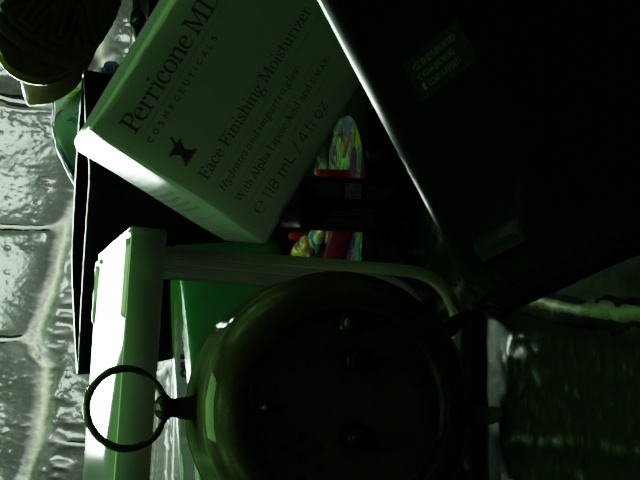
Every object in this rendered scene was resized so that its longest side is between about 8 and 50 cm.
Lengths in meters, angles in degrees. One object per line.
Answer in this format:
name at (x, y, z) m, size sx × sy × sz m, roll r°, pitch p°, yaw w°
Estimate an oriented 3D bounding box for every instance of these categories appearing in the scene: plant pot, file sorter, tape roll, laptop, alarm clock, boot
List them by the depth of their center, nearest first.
laptop at (0.119, -0.241, 0.484) m, size 0.408 × 0.236 × 0.382 m, roll 63°, pitch 156°, yaw 3°
alarm clock at (-0.014, 0.079, 0.850) m, size 0.064 × 0.192 × 0.129 m, roll 153°, pitch 118°, yaw -77°
file sorter at (-0.040, 0.103, 1.026) m, size 0.277 × 0.173 × 0.193 m, roll 163°, pitch 111°, yaw -79°
tape roll at (-0.060, 0.161, 1.321) m, size 0.321 × 0.077 × 0.321 m, roll 177°, pitch 90°, yaw -82°
plant pot at (-0.115, -0.013, 1.498) m, size 0.187 × 0.167 × 0.188 m, roll -105°, pitch 20°, yaw -58°
boot at (-0.229, -0.184, 1.624) m, size 0.236 × 0.089 × 0.269 m, roll -65°, pitch 6°, yaw -27°

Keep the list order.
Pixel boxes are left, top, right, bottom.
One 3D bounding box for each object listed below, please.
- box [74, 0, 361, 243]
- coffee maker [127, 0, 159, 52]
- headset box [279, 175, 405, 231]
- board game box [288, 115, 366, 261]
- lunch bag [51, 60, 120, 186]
box at (-0.047, -0.103, 1.079) m, size 0.181 × 0.119 × 0.182 m, roll -59°, pitch 9°, yaw -5°
coffee maker at (-0.117, -0.212, 1.693) m, size 0.178 × 0.120 × 0.171 m, roll 103°, pitch 167°, yaw -51°
headset box at (0.011, -0.021, 1.092) m, size 0.083 × 0.062 × 0.032 m, roll 177°, pitch 95°, yaw -79°
board game box at (0.000, 0.000, 1.232) m, size 0.133 × 0.033 × 0.169 m, roll -136°, pitch 49°, yaw -77°
lunch bag at (-0.175, -0.063, 1.796) m, size 0.219 × 0.090 × 0.176 m, roll 57°, pitch -173°, yaw -21°
